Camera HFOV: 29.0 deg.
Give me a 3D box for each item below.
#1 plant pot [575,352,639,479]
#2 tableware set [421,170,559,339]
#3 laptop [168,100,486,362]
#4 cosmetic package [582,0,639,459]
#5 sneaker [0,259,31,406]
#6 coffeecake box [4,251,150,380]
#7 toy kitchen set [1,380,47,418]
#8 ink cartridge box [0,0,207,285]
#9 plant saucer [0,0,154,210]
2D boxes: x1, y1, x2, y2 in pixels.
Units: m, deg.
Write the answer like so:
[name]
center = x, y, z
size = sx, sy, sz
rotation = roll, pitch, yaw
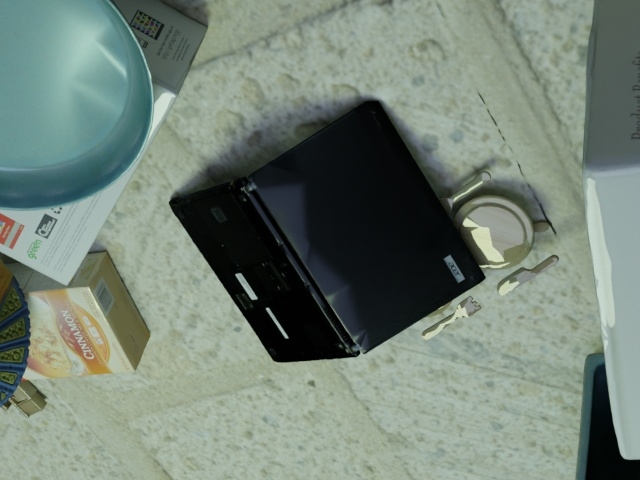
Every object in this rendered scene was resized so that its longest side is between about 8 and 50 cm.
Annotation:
[plant pot]
center = 0.400, 0.308, 1.399
size = 0.247, 0.247, 0.252
rotation = 7, 147, 9
[tableware set]
center = 0.148, 0.013, 1.342
size = 0.194, 0.039, 0.128
rotation = -35, 101, 30
[laptop]
center = 0.000, 0.000, 1.356
size = 0.264, 0.136, 0.234
rotation = -13, 114, 55
[cosmetic package]
center = 0.436, -0.045, 1.023
size = 0.393, 0.329, 0.327
rotation = -4, 129, 19
[sneaker]
center = -0.427, 0.055, 1.441
size = 0.131, 0.112, 0.297
rotation = -8, 91, 37
[coffeecake box]
center = -0.326, 0.096, 1.520
size = 0.185, 0.068, 0.142
rotation = -7, 128, 21
[toy kitchen set]
center = -0.428, 0.222, 1.649
size = 0.068, 0.075, 0.083
rotation = -26, 115, 33
[ink cartridge box]
center = -0.308, -0.144, 1.268
size = 0.271, 0.130, 0.309
rotation = 28, 130, -12
[plant saucer]
center = -0.305, -0.158, 1.127
size = 0.317, 0.044, 0.318
rotation = 3, 133, 4
